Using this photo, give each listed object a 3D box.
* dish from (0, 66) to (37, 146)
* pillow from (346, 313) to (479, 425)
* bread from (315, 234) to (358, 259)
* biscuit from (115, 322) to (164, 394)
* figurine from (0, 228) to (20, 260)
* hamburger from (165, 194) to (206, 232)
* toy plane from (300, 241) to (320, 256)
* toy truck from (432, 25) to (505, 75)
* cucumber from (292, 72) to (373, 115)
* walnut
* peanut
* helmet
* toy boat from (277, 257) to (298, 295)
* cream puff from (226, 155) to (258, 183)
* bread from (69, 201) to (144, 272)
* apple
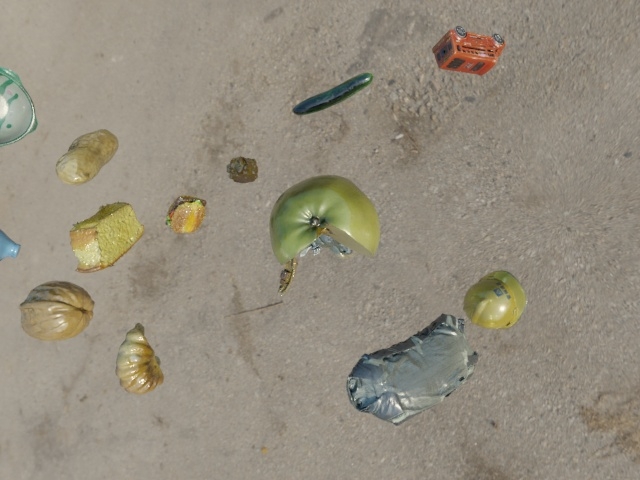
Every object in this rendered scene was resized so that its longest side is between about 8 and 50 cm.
[{"bbox_3d":[-0.878,-0.354,1.029,0.078,0.246,0.224,31,97,42],"label":"dish"},{"bbox_3d":[0.210,0.279,0.874,0.161,0.335,0.092,65,156,11],"label":"pillow"},{"bbox_3d":[0.059,-0.035,1.432,0.102,0.337,0.183,-28,42,42],"label":"bread"},{"bbox_3d":[-0.414,0.293,0.934,0.061,0.118,0.183,5,122,15],"label":"biscuit"},{"bbox_3d":[-0.751,0.022,0.762,0.154,0.262,0.180,-16,57,56],"label":"figurine"},{"bbox_3d":[-0.477,-0.088,1.444,0.166,0.137,0.087,-47,57,39],"label":"hamburger"},{"bbox_3d":[-0.011,-0.007,1.835,0.234,0.082,0.160,-32,44,4],"label":"toy plane"},{"bbox_3d":[0.519,-0.642,1.377,0.107,0.253,0.114,145,120,-63],"label":"toy truck"},{"bbox_3d":[0.036,-0.459,1.273,0.284,0.056,0.056,-19,82,18],"label":"cucumber"},{"bbox_3d":[-0.854,0.227,1.290,0.213,0.213,0.213,2,93,31],"label":"walnut"},{"bbox_3d":[-0.574,-0.204,0.989,0.099,0.099,0.214,-35,36,28],"label":"peanut"},{"bbox_3d":[0.606,0.235,1.462,0.205,0.140,0.257,62,154,29],"label":"helmet"},{"bbox_3d":[-0.169,0.178,2.006,0.064,0.072,0.206,23,100,27],"label":"toy boat"},{"bbox_3d":[-0.280,-0.258,1.434,0.122,0.116,0.094,-38,55,56],"label":"cream puff"},{"bbox_3d":[-0.454,-0.012,0.855,0.065,0.187,0.103,-2,116,13],"label":"bread"},{"bbox_3d":[0.007,-0.059,1.071,0.295,0.258,0.233,-7,80,7],"label":"apple"}]
